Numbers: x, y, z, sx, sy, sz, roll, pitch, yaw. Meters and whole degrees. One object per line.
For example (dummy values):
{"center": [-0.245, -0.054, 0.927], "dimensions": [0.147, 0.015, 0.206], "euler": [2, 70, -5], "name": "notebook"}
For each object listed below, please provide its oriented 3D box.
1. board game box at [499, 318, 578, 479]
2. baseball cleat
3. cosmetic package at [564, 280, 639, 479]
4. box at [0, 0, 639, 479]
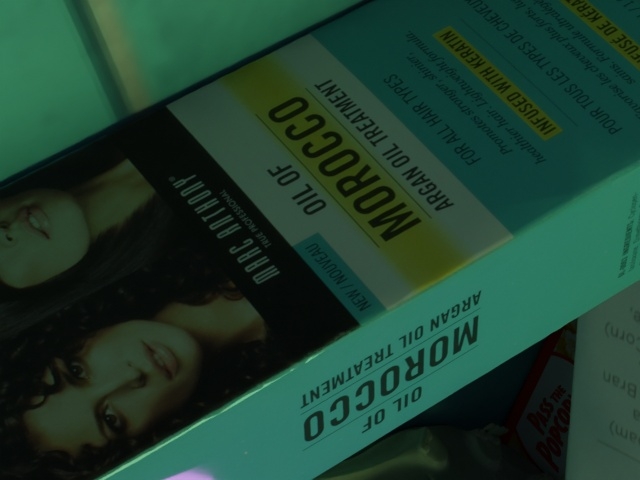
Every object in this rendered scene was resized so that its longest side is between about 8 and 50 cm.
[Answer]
{"center": [0.169, 0.024, 0.760], "dimensions": [0.146, 0.045, 0.193], "euler": [-17, 141, -36], "name": "board game box"}
{"center": [0.008, 0.127, 0.705], "dimensions": [0.205, 0.072, 0.109], "euler": [3, 141, -44], "name": "baseball cleat"}
{"center": [0.220, 0.095, 0.638], "dimensions": [0.230, 0.161, 0.453], "euler": [-14, 115, -37], "name": "cosmetic package"}
{"center": [0.000, 0.000, 0.493], "dimensions": [0.244, 0.100, 0.060], "euler": [-29, 145, -21], "name": "box"}
